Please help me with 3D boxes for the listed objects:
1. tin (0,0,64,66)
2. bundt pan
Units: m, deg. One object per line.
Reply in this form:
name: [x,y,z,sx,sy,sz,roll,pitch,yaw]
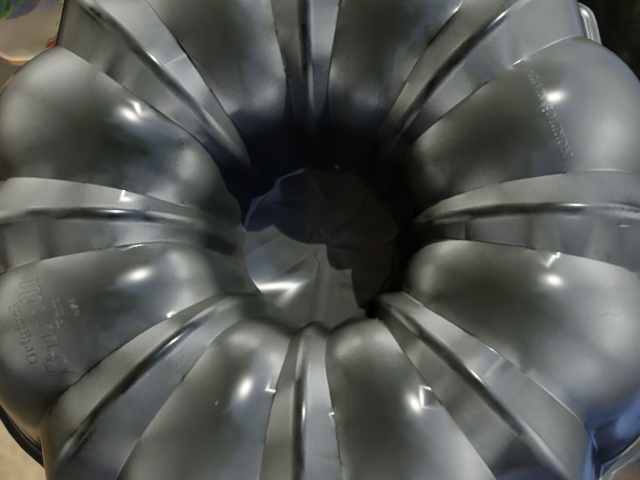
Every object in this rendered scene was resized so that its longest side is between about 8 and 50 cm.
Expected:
tin: [-0.122,-0.143,0.886,0.189,0.040,0.106,-16,128,-65]
bundt pan: [0.000,0.000,0.729,0.124,0.330,0.331,67,22,-78]
